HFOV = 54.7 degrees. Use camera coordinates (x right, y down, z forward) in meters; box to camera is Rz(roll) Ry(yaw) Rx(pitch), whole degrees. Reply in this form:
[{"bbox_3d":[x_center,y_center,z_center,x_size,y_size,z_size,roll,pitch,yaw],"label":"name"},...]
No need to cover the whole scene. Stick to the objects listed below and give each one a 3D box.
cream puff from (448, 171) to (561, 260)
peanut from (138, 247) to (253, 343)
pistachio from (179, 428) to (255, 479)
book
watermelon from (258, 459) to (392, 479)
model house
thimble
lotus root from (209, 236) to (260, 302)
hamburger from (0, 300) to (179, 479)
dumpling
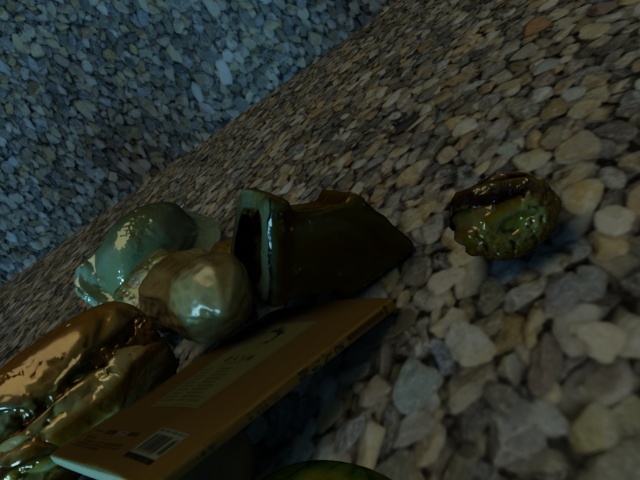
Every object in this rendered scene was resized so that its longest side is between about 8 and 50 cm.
[{"bbox_3d":[0.217,-0.029,0.725,0.133,0.104,0.119,-8,5,40],"label":"cream puff"},{"bbox_3d":[-0.193,0.085,0.960,0.149,0.149,0.313,-47,18,-19],"label":"peanut"},{"bbox_3d":[-0.129,0.265,0.695,0.113,0.113,0.149,-32,23,18],"label":"pistachio"},{"bbox_3d":[-0.114,0.173,0.774,0.389,0.032,0.269,-30,11,-40],"label":"book"},{"bbox_3d":[-0.027,0.276,0.495,0.204,0.127,0.232,1,51,53],"label":"watermelon"},{"bbox_3d":[-0.004,-0.007,0.942,0.239,0.173,0.268,-9,12,-20],"label":"model house"},{"bbox_3d":[-0.321,0.111,1.251,0.143,0.137,0.191,-46,34,-16],"label":"thimble"},{"bbox_3d":[-0.133,0.051,1.107,0.125,0.118,0.221,-59,28,-9],"label":"lotus root"},{"bbox_3d":[-0.360,0.242,0.923,0.305,0.174,0.284,-37,-17,-18],"label":"hamburger"},{"bbox_3d":[-0.402,0.029,1.441,0.320,0.212,0.270,-54,27,-8],"label":"dumpling"}]
